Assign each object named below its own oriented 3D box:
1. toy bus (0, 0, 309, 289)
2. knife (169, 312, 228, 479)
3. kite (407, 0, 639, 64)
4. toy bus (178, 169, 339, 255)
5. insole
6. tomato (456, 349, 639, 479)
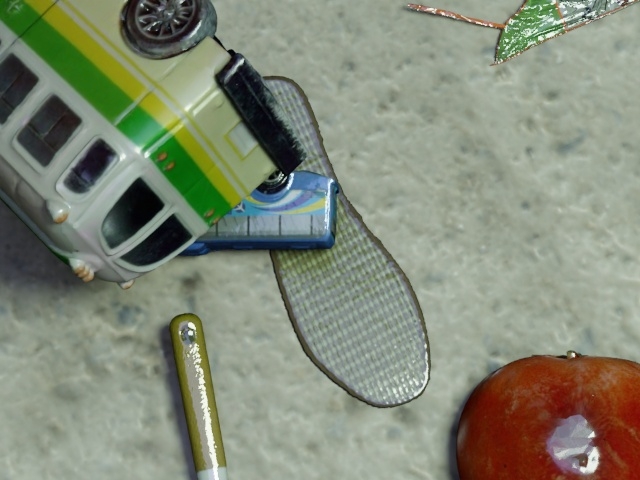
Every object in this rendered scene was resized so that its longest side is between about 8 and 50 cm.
[{"bbox_3d":[-0.174,-0.120,1.251,0.179,0.143,0.305,-45,63,-4],"label":"toy bus"},{"bbox_3d":[-0.076,0.175,1.261,0.046,0.022,0.256,-9,80,-10],"label":"knife"},{"bbox_3d":[0.135,-0.220,1.357,0.244,0.006,0.198,16,83,-2],"label":"kite"},{"bbox_3d":[-0.064,-0.021,1.295,0.153,0.051,0.061,-1,79,5],"label":"toy bus"},{"bbox_3d":[0.000,0.000,1.316,0.086,0.005,0.253,-24,76,-6],"label":"insole"},{"bbox_3d":[0.169,0.134,1.234,0.159,0.091,0.139,4,77,0],"label":"tomato"}]
